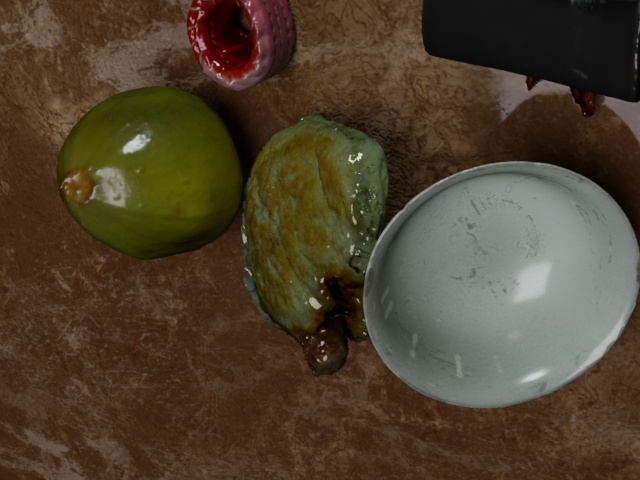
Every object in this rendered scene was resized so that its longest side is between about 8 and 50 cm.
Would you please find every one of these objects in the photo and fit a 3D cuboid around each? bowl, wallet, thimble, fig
[{"bbox_3d":[0.269,0.038,1.505,0.434,0.196,0.435,-3,117,-5],"label":"bowl"},{"bbox_3d":[0.301,-0.345,1.341,0.406,0.062,0.229,26,129,46],"label":"wallet"},{"bbox_3d":[-0.138,-0.364,1.630,0.163,0.125,0.190,3,113,27],"label":"thimble"},{"bbox_3d":[-0.316,-0.119,1.705,0.343,0.343,0.344,11,116,24],"label":"fig"}]

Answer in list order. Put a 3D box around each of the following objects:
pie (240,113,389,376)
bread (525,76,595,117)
[{"bbox_3d":[-0.002,-0.026,1.632,0.395,0.180,0.418,45,132,49],"label":"pie"},{"bbox_3d":[0.410,-0.317,1.379,0.139,0.095,0.269,34,133,6],"label":"bread"}]
